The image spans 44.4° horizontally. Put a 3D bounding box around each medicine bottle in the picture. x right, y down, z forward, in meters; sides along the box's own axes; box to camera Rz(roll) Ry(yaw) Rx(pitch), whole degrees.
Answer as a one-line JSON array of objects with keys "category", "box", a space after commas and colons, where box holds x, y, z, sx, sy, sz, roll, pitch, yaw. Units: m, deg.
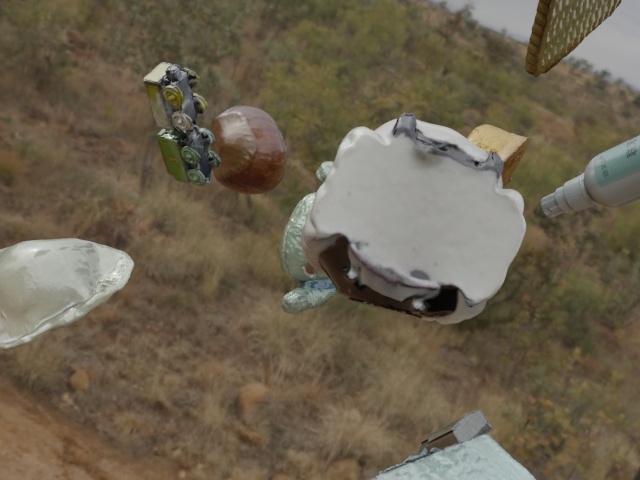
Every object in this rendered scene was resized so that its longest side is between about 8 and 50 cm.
[{"category": "medicine bottle", "box": [0.574, -0.124, 1.492, 0.110, 0.351, 0.110, 16, 62, -33]}]

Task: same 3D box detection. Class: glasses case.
[{"category": "glasses case", "box": [0.242, 0.365, 1.453, 0.070, 0.205, 0.047, -28, 76, -21]}]

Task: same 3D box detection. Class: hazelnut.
[{"category": "hazelnut", "box": [-0.121, -0.157, 1.353, 0.143, 0.154, 0.143, -10, -13, -2]}]

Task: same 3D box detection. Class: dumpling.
[{"category": "dumpling", "box": [-0.360, 0.068, 1.019, 0.228, 0.124, 0.151, -9, 51, 6]}]

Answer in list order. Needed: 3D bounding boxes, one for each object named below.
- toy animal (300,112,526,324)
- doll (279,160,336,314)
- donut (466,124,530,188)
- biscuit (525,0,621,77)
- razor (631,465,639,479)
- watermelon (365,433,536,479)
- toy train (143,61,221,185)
[{"category": "toy animal", "box": [0.094, -0.021, 0.835, 0.208, 0.204, 0.156, 23, -3, -2]}, {"category": "doll", "box": [0.000, 0.000, 1.060, 0.103, 0.214, 0.071, 21, -9, -23]}, {"category": "donut", "box": [0.314, -0.113, 1.598, 0.108, 0.278, 0.277, 30, 19, 13]}, {"category": "biscuit", "box": [0.310, -0.315, 0.904, 0.029, 0.172, 0.255, 42, -18, 24]}, {"category": "razor", "box": [0.565, 0.260, 1.152, 0.113, 0.349, 0.204, 26, 23, 39]}, {"category": "watermelon", "box": [0.073, 0.340, 0.802, 0.258, 0.387, 0.229, 14, 56, -47]}, {"category": "toy train", "box": [-0.201, -0.165, 1.131, 0.081, 0.202, 0.060, 15, 49, 23]}]
